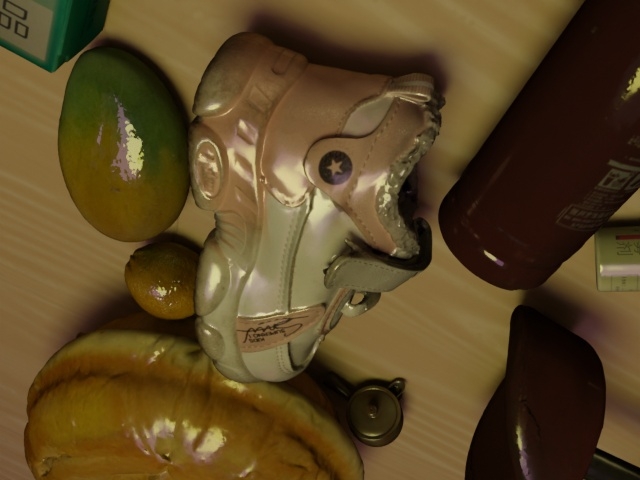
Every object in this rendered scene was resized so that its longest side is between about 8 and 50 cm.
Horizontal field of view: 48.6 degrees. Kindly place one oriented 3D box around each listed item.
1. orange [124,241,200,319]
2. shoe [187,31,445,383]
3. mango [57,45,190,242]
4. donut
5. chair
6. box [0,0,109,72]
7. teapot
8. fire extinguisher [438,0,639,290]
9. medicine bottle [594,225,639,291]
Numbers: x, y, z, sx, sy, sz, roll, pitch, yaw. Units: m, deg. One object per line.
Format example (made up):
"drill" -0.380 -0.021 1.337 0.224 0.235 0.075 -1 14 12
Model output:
"orange" -0.167 0.042 0.776 0.095 0.085 0.085 39 130 -21
"shoe" -0.001 0.002 0.627 0.198 0.172 0.351 9 131 10
"mango" -0.187 -0.086 0.674 0.130 0.092 0.195 4 122 18
"donut" -0.165 0.268 0.892 0.448 0.198 0.449 9 135 9
"chair" 0.311 0.237 0.699 0.400 0.227 0.227 27 132 -4
"box" -0.280 -0.263 0.545 0.244 0.092 0.153 29 133 -6
"teapot" 0.056 0.195 0.865 0.110 0.085 0.080 35 163 26
"fire extinguisher" 0.215 -0.107 0.503 0.114 0.135 0.337 49 139 18
"medicine bottle" 0.355 0.013 0.596 0.230 0.059 0.059 -3 128 20
